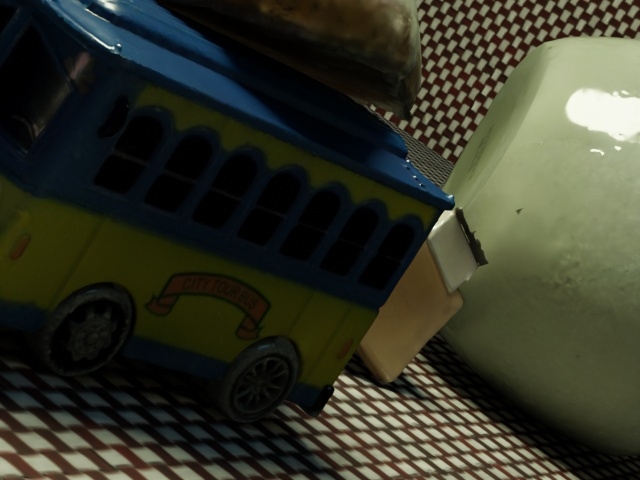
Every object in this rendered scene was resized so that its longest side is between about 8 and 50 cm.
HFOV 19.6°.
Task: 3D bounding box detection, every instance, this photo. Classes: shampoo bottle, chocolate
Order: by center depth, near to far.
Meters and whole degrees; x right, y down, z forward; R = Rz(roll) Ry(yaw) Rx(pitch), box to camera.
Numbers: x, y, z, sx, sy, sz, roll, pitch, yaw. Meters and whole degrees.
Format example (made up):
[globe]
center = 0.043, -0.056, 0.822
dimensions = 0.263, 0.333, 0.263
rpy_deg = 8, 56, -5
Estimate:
[chocolate]
center = -0.010, -0.135, 1.023
dimensions = 0.157, 0.080, 0.254
rpy_deg = 20, 0, 4
[shampoo bottle]
center = 0.248, 0.004, 1.458
dimensions = 0.317, 0.322, 0.322
rpy_deg = 22, 10, -2

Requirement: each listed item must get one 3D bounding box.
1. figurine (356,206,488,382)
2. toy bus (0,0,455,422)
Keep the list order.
[figurine]
center = 0.003, -0.003, 1.341
dimensions = 0.237, 0.141, 0.162
rpy_deg = 39, -17, 49
[toy bus]
center = -0.084, -0.024, 0.954
dimensions = 0.287, 0.175, 0.138
rpy_deg = 21, 15, -50
